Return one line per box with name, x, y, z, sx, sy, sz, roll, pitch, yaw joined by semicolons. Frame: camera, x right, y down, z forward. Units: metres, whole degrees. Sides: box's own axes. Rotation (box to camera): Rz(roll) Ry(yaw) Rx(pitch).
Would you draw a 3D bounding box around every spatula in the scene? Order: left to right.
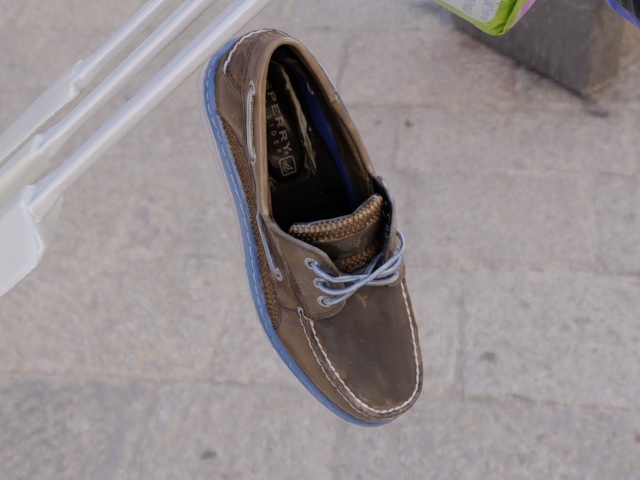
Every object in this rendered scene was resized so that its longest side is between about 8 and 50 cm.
spatula;-0.078;-0.064;0.414;0.242;0.019;0.168;-38;26;16

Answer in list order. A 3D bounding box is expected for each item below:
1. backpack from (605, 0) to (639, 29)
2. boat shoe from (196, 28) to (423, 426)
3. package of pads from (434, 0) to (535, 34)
backpack;0.180;-0.175;0.505;0.098;0.120;0.101;-32;52;-6
boat shoe;0.000;0.000;0.427;0.066;0.183;0.066;-28;10;-18
package of pads;0.069;-0.300;0.735;0.296;0.101;0.229;34;57;10
